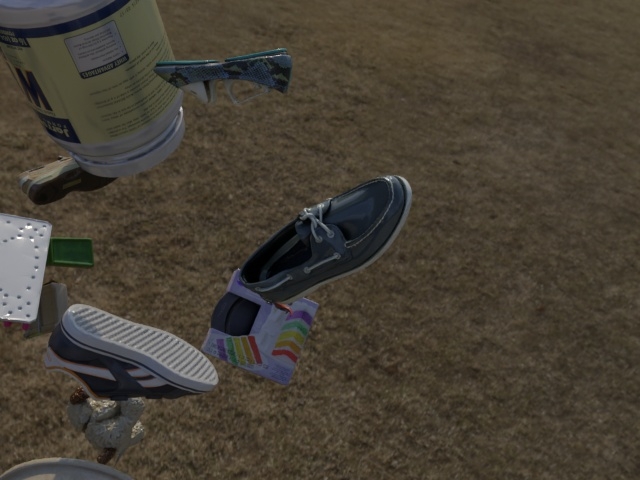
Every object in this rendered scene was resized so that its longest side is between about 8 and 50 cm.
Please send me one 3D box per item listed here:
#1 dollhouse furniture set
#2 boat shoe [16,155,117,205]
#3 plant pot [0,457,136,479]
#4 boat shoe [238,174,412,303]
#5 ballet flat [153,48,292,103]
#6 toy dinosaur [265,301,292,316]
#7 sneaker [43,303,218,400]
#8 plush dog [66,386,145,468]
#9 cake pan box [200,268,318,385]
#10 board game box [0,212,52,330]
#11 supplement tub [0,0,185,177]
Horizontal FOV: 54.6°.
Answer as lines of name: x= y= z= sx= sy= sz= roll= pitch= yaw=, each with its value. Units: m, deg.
dollhouse furniture set: x=-0.850 y=0.156 z=2.009 sx=0.151 sy=0.197 sz=0.302 roll=6 pitch=72 yaw=-55
boat shoe: x=-0.436 y=-0.125 z=1.088 sx=0.072 sy=0.068 sz=0.190 roll=39 pitch=37 yaw=19
plant pot: x=-0.457 y=0.601 z=1.044 sx=0.333 sy=0.334 sz=0.306 roll=11 pitch=32 yaw=-6
boat shoe: x=0.000 y=0.000 z=0.961 sx=0.099 sy=0.319 sz=0.116 roll=20 pitch=44 yaw=-44
ballet flat: x=-0.128 y=-0.207 z=0.804 sx=0.188 sy=0.070 sz=0.070 roll=-1 pitch=37 yaw=16
toy dinosaur: x=-0.105 y=0.137 z=1.480 sx=0.082 sy=0.047 sz=0.090 roll=30 pitch=-5 yaw=-18
sneaker: x=-0.350 y=0.232 z=1.156 sx=0.321 sy=0.127 sz=0.126 roll=31 pitch=16 yaw=-30
plush dog: x=-0.693 y=0.565 z=1.937 sx=0.225 sy=0.263 sz=0.211 roll=27 pitch=44 yaw=13
cake pan box: x=-0.169 y=0.236 z=1.701 sx=0.266 sy=0.070 sz=0.246 roll=26 pitch=74 yaw=-12
board game box: x=-0.939 y=0.058 z=1.634 sx=0.389 sy=0.050 sz=0.390 roll=12 pitch=37 yaw=-25
supplement tub: x=-0.346 y=-0.280 z=0.948 sx=0.235 sy=0.325 sz=0.236 roll=-4 pitch=51 yaw=4
